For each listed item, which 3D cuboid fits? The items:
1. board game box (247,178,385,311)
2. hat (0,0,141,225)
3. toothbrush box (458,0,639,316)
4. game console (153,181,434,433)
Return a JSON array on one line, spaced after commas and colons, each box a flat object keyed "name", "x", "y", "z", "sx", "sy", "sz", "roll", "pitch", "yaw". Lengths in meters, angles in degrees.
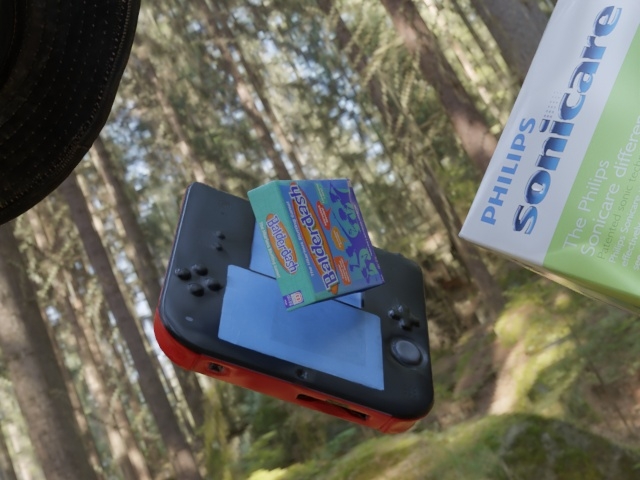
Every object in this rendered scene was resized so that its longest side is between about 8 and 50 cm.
[{"name": "board game box", "x": 0.000, "y": 0.000, "z": 1.254, "sx": 0.047, "sy": 0.160, "sz": 0.210, "roll": -22, "pitch": -6, "yaw": 28}, {"name": "hat", "x": -0.268, "y": -0.143, "z": 0.500, "sx": 0.331, "sy": 0.331, "sz": 0.134, "roll": -28, "pitch": 11, "yaw": 4}, {"name": "toothbrush box", "x": 0.224, "y": -0.046, "z": 0.391, "sx": 0.122, "sy": 0.283, "sz": 0.206, "roll": 23, "pitch": -91, "yaw": -37}, {"name": "game console", "x": -0.025, "y": 0.082, "z": 1.309, "sx": 0.387, "sy": 0.342, "sz": 0.060, "roll": 21, "pitch": -50, "yaw": -14}]
